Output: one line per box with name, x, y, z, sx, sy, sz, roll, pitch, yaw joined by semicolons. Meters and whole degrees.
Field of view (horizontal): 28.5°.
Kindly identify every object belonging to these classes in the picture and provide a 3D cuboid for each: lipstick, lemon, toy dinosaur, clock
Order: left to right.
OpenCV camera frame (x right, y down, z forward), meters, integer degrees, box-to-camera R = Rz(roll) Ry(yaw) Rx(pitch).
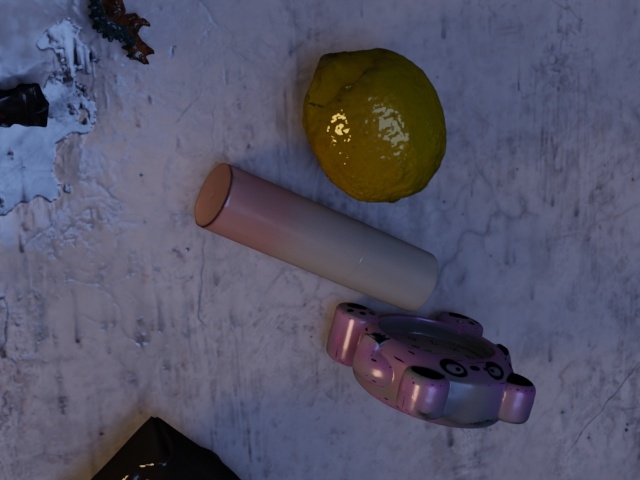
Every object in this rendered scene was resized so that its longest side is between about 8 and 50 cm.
toy dinosaur;-0.242;-0.262;1.450;0.055;0.049;0.154;-44;123;-3
lipstick;0.000;0.000;1.615;0.327;0.087;0.087;23;95;-28
lemon;0.067;-0.140;1.554;0.181;0.180;0.193;-7;92;-22
clock;0.146;0.163;1.640;0.228;0.248;0.090;6;105;-26

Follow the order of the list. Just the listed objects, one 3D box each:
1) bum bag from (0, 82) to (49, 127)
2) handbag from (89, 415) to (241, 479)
bum bag;-0.371;-0.154;1.431;0.124;0.034;0.058;-2;115;-23
handbag;-0.209;0.390;1.626;0.257;0.113;0.285;-42;125;-1
